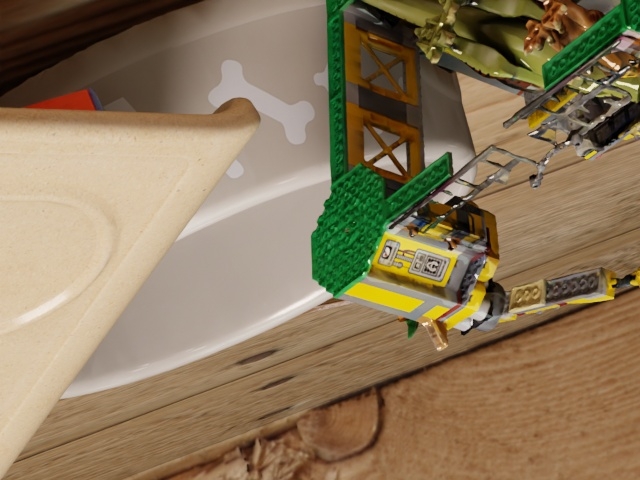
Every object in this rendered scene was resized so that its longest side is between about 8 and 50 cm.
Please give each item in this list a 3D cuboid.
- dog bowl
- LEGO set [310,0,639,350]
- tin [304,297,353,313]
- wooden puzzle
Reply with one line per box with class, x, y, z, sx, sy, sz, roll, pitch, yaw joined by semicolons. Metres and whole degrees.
dog bowl;-0.068;-0.017;1.019;0.349;0.102;0.349;-24;166;-6
LEGO set;0.148;-0.091;0.812;0.192;0.255;0.331;17;136;-29
tin;0.000;0.000;1.337;0.190;0.106;0.040;-8;163;-48
wooden puzzle;-0.235;0.033;0.763;0.348;0.080;0.322;-6;147;-41
